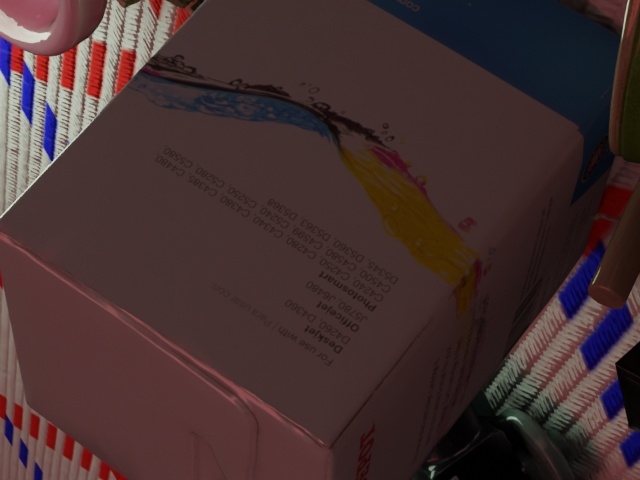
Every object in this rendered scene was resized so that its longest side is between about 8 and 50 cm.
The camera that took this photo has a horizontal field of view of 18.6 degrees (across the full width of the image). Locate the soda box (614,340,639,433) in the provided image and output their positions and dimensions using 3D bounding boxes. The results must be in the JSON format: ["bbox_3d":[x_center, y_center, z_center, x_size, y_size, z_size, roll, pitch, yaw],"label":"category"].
[{"bbox_3d":[0.237,0.099,1.022,0.169,0.060,0.053,29,149,41],"label":"soda box"}]

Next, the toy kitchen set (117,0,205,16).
[{"bbox_3d":[-0.069,-0.156,1.191,0.068,0.083,0.075,-41,90,26],"label":"toy kitchen set"}]

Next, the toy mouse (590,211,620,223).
[{"bbox_3d":[0.198,0.003,0.982,0.143,0.031,0.161,25,147,45],"label":"toy mouse"}]

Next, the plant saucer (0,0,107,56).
[{"bbox_3d":[-0.222,-0.277,1.230,0.332,0.084,0.332,46,158,24],"label":"plant saucer"}]

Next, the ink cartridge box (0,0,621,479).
[{"bbox_3d":[0.000,0.000,0.997,0.197,0.270,0.198,32,153,15],"label":"ink cartridge box"}]

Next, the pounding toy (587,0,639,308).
[{"bbox_3d":[0.181,-0.091,0.736,0.110,0.183,0.237,14,147,13],"label":"pounding toy"}]

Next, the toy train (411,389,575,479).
[{"bbox_3d":[0.121,0.229,1.357,0.334,0.142,0.190,60,165,-23],"label":"toy train"}]
